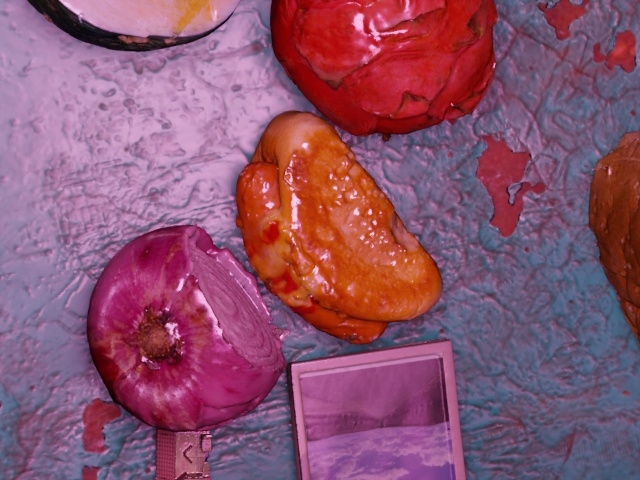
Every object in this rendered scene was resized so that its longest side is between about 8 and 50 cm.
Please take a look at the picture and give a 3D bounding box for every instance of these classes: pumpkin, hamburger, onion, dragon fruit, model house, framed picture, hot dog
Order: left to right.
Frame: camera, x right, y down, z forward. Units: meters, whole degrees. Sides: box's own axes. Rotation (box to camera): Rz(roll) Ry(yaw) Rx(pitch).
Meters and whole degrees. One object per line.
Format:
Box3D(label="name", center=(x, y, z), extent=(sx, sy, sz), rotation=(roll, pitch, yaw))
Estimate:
Box3D(label="pumpkin", center=(-0.193, -0.333, 1.394), extent=(0.263, 0.197, 0.293), rotation=(18, 85, -21))
Box3D(label="onion", center=(-0.150, 0.099, 1.447), extent=(0.200, 0.200, 0.207), rotation=(-36, 112, -4))
Box3D(label="model house", center=(-0.148, 0.245, 1.514), extent=(0.058, 0.057, 0.083), rotation=(2, 96, -13))
Box3D(label="hot dog", center=(0.000, 0.000, 1.472), extent=(0.153, 0.150, 0.257), rotation=(-40, 102, -10))
Box3D(label="framed picture", center=(0.066, 0.245, 1.539), extent=(0.189, 0.023, 0.260), rotation=(-7, 94, -10))
Box3D(label="dragon fruit", center=(0.066, -0.223, 1.414), extent=(0.241, 0.252, 0.241), rotation=(-2, 85, 21))
Box3D(label="hamburger", center=(0.404, 0.028, 1.497), extent=(0.132, 0.211, 0.309), rotation=(-21, 96, -10))
